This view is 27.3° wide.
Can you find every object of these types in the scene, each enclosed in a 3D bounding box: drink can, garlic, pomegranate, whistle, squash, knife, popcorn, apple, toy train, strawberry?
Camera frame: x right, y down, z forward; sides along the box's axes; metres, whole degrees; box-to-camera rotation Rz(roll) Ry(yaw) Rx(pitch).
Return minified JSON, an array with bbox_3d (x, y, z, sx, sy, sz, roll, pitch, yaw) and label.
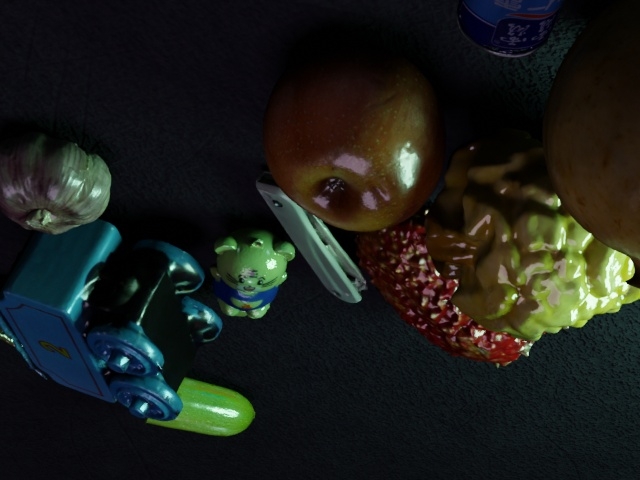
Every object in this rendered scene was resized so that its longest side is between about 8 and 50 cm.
[{"bbox_3d":[0.184,-0.266,1.142,0.097,0.097,0.235,9,151,-2],"label":"drink can"},{"bbox_3d":[-0.332,-0.065,1.603,0.159,0.102,0.147,20,147,-21],"label":"garlic"},{"bbox_3d":[0.350,-0.103,1.205,0.307,0.307,0.307,6,150,3],"label":"pomegranate"},{"bbox_3d":[-0.099,0.050,1.761,0.105,0.085,0.227,6,151,-8],"label":"whistle"},{"bbox_3d":[-0.195,0.273,2.169,0.188,0.095,0.095,14,150,-16],"label":"squash"},{"bbox_3d":[-0.003,-0.001,1.675,0.073,0.041,0.265,24,160,38],"label":"knife"},{"bbox_3d":[0.264,-0.004,1.443,0.332,0.225,0.265,0,175,-13],"label":"popcorn"},{"bbox_3d":[0.034,-0.102,1.382,0.201,0.162,0.201,11,150,6],"label":"apple"},{"bbox_3d":[-0.288,0.107,1.797,0.265,0.188,0.300,17,152,15],"label":"toy train"},{"bbox_3d":[0.162,0.076,1.697,0.306,0.138,0.233,18,150,-20],"label":"strawberry"}]

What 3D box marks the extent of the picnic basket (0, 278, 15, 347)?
[{"bbox_3d":[-0.444,0.121,1.996,0.110,0.055,0.193,-16,143,37],"label":"picnic basket"}]
